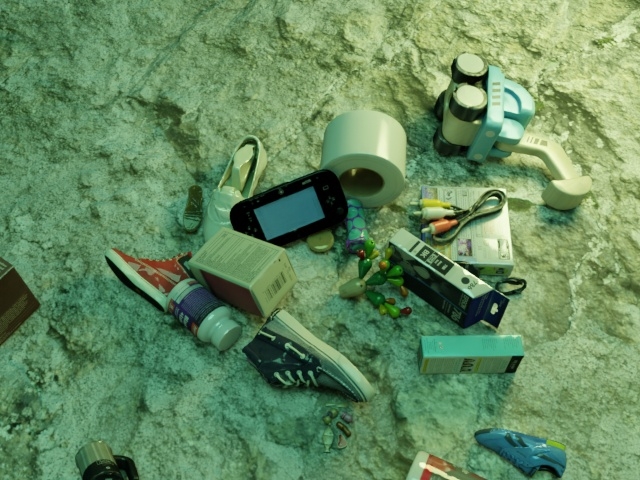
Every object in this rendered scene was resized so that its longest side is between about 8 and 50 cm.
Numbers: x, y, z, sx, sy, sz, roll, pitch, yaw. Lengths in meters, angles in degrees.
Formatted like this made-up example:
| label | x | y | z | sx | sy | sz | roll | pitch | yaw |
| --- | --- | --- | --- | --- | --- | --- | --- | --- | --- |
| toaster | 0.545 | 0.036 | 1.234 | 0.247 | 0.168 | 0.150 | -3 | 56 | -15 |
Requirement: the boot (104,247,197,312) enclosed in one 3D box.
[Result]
| label | x | y | z | sx | sy | sz | roll | pitch | yaw |
| --- | --- | --- | --- | --- | --- | --- | --- | --- | --- |
| boot | -0.451 | 0.065 | 1.867 | 0.244 | 0.088 | 0.176 | 35 | 62 | 13 |

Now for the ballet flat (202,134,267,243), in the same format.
| label | x | y | z | sx | sy | sz | roll | pitch | yaw |
| --- | --- | --- | --- | --- | --- | --- | --- | --- | --- |
| ballet flat | -0.252 | -0.148 | 1.981 | 0.139 | 0.139 | 0.400 | 10 | 56 | 8 |

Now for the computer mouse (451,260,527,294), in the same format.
| label | x | y | z | sx | sy | sz | roll | pitch | yaw |
| --- | --- | --- | --- | --- | --- | --- | --- | --- | --- |
| computer mouse | 0.434 | 0.100 | 1.834 | 0.242 | 0.071 | 0.041 | 12 | 13 | -6 |

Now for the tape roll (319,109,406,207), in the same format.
| label | x | y | z | sx | sy | sz | roll | pitch | yaw |
| --- | --- | --- | --- | --- | --- | --- | --- | --- | --- |
| tape roll | 0.122 | -0.230 | 1.961 | 0.246 | 0.246 | 0.169 | 4 | 55 | 4 |

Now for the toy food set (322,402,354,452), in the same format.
| label | x | y | z | sx | sy | sz | roll | pitch | yaw |
| --- | --- | --- | --- | --- | --- | --- | --- | --- | --- |
| toy food set | 0.042 | 0.443 | 1.633 | 0.078 | 0.019 | 0.122 | -2 | 55 | 0 |

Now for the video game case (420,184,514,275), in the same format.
| label | x | y | z | sx | sy | sz | roll | pitch | yaw |
| --- | --- | --- | --- | --- | --- | --- | --- | --- | --- |
| video game case | 0.406 | -0.031 | 1.929 | 0.244 | 0.061 | 0.269 | 3 | 56 | 3 |

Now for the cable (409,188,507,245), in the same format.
| label | x | y | z | sx | sy | sz | roll | pitch | yaw |
| --- | --- | --- | --- | --- | --- | --- | --- | --- | --- |
| cable | 0.393 | -0.072 | 1.877 | 0.287 | 0.072 | 0.139 | -13 | 61 | -8 |

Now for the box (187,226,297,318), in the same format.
| label | x | y | z | sx | sy | sz | roll | pitch | yaw |
| --- | --- | --- | --- | --- | --- | --- | --- | --- | --- |
| box | -0.202 | 0.081 | 1.784 | 0.232 | 0.126 | 0.148 | 19 | 55 | 36 |

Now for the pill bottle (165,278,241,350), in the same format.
| label | x | y | z | sx | sy | sz | roll | pitch | yaw |
| --- | --- | --- | --- | --- | --- | --- | --- | --- | --- |
| pill bottle | -0.297 | 0.193 | 1.758 | 0.193 | 0.108 | 0.108 | 37 | 64 | 24 |

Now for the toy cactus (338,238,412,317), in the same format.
| label | x | y | z | sx | sy | sz | roll | pitch | yaw |
| --- | --- | --- | --- | --- | --- | --- | --- | --- | --- |
| toy cactus | 0.134 | 0.115 | 1.798 | 0.181 | 0.219 | 0.112 | -21 | 11 | 20 |

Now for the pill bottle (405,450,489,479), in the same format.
| label | x | y | z | sx | sy | sz | roll | pitch | yaw |
| --- | --- | --- | --- | --- | --- | --- | --- | --- | --- |
| pill bottle | 0.322 | 0.585 | 1.434 | 0.319 | 0.176 | 0.176 | 21 | 58 | 14 |

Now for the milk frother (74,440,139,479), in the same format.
| label | x | y | z | sx | sy | sz | roll | pitch | yaw |
| --- | --- | --- | --- | --- | --- | --- | --- | --- | --- |
| milk frother | -0.490 | 0.550 | 1.529 | 0.143 | 0.129 | 0.135 | -59 | 31 | -1 |

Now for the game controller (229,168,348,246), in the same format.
| label | x | y | z | sx | sy | sz | roll | pitch | yaw |
| --- | --- | --- | --- | --- | --- | --- | --- | --- | --- |
| game controller | -0.087 | -0.079 | 1.892 | 0.319 | 0.166 | 0.067 | -22 | 32 | -1 |

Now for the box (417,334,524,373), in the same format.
| label | x | y | z | sx | sy | sz | roll | pitch | yaw |
| --- | --- | --- | --- | --- | --- | --- | --- | --- | --- |
| box | 0.367 | 0.281 | 1.690 | 0.244 | 0.100 | 0.060 | -1 | 55 | 0 |

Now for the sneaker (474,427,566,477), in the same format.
| label | x | y | z | sx | sy | sz | roll | pitch | yaw |
| --- | --- | --- | --- | --- | --- | --- | --- | --- | --- |
| sneaker | 0.456 | 0.487 | 1.566 | 0.209 | 0.069 | 0.082 | 12 | 60 | 9 |

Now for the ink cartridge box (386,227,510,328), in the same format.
| label | x | y | z | sx | sy | sz | roll | pitch | yaw |
| --- | --- | --- | --- | --- | --- | --- | --- | --- | --- |
| ink cartridge box | 0.318 | 0.115 | 1.767 | 0.333 | 0.165 | 0.065 | 34 | 62 | 23 |

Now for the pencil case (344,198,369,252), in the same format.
| label | x | y | z | sx | sy | sz | roll | pitch | yaw |
| --- | --- | --- | --- | --- | --- | --- | --- | --- | --- |
| pencil case | 0.096 | -0.041 | 1.940 | 0.070 | 0.064 | 0.151 | 3 | 53 | -17 |

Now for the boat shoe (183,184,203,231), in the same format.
| label | x | y | z | sx | sy | sz | roll | pitch | yaw |
| --- | --- | --- | --- | --- | --- | --- | --- | --- | --- |
| boat shoe | -0.372 | -0.088 | 1.999 | 0.056 | 0.048 | 0.153 | 4 | 61 | -11 |

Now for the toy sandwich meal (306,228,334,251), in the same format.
| label | x | y | z | sx | sy | sz | roll | pitch | yaw |
| --- | --- | --- | --- | --- | --- | --- | --- | --- | --- |
| toy sandwich meal | 0.000 | 0.000 | 1.936 | 0.086 | 0.029 | 0.085 | -1 | 58 | 2 |

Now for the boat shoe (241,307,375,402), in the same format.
| label | x | y | z | sx | sy | sz | roll | pitch | yaw |
| --- | --- | --- | --- | --- | --- | --- | --- | --- | --- |
| boat shoe | -0.039 | 0.321 | 1.668 | 0.341 | 0.127 | 0.158 | 34 | 67 | 31 |

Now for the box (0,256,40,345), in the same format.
| label | x | y | z | sx | sy | sz | roll | pitch | yaw |
| --- | --- | --- | --- | --- | --- | --- | --- | --- | --- |
| box | -0.864 | 0.139 | 1.749 | 0.169 | 0.203 | 0.167 | 28 | 60 | 18 |

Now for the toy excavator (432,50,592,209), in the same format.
| label | x | y | z | sx | sy | sz | roll | pitch | yaw |
| --- | --- | --- | --- | --- | --- | --- | --- | --- | --- |
| toy excavator | 0.580 | -0.323 | 2.057 | 0.445 | 0.222 | 0.432 | 11 | 57 | -2 |
